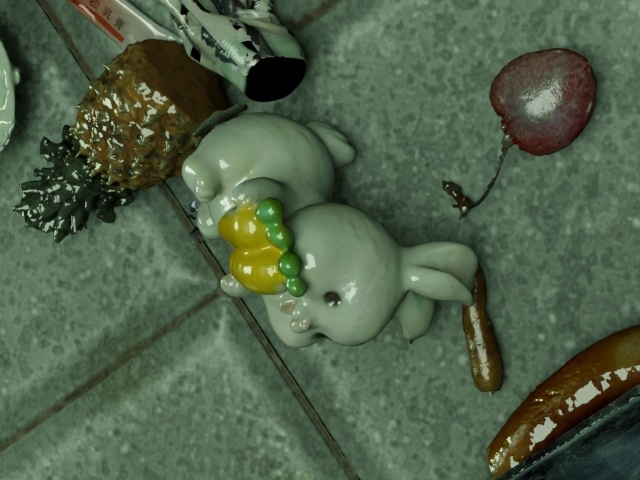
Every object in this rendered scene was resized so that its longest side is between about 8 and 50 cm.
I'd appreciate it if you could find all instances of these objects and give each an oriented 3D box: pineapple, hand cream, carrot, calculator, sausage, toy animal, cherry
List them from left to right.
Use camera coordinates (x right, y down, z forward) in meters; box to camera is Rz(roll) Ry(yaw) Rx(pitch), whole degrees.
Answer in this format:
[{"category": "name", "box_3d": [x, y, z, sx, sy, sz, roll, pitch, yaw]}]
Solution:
[{"category": "hand cream", "box_3d": [-0.244, -0.261, 2.041, 0.216, 0.038, 0.052, 39, 134, 7]}, {"category": "pineapple", "box_3d": [-0.230, -0.094, 1.997, 0.279, 0.158, 0.158, -43, 82, 28]}, {"category": "toy animal", "box_3d": [-0.005, 0.004, 1.889, 0.310, 0.247, 0.183, 42, 128, 26]}, {"category": "carrot", "box_3d": [0.169, 0.086, 1.937, 0.036, 0.036, 0.165, -12, 90, 19]}, {"category": "cherry", "box_3d": [0.199, -0.120, 1.879, 0.225, 0.090, 0.107, -39, 95, 27]}, {"category": "calculator", "box_3d": [0.278, 0.260, 1.878, 0.262, 0.021, 0.161, -35, 125, 19]}, {"category": "sausage", "box_3d": [0.291, 0.168, 1.881, 0.302, 0.076, 0.103, -39, 81, 19]}]

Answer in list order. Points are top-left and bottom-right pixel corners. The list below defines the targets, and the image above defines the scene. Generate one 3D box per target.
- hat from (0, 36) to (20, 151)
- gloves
[{"category": "hat", "box_3d": [-0.495, -0.197, 2.090, 0.301, 0.168, 0.258, 20, 120, 39]}, {"category": "gloves", "box_3d": [-0.107, -0.242, 1.953, 0.127, 0.111, 0.212, -27, 51, -19]}]
